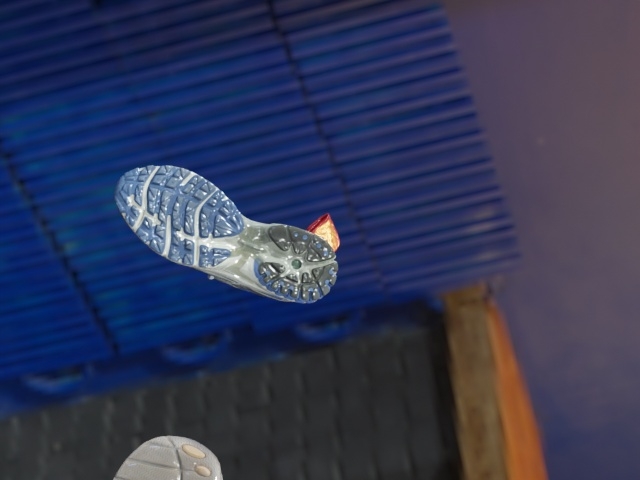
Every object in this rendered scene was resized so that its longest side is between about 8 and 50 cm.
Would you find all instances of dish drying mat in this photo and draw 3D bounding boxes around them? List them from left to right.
[{"bbox_3d":[0.000,0.000,1.583,0.008,0.032,0.083,46,-6,18],"label":"dish drying mat"}]

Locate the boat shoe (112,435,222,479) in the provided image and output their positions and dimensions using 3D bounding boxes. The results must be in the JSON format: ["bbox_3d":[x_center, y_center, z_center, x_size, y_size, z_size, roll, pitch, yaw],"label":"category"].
[{"bbox_3d":[-0.193,0.332,1.761,0.324,0.123,0.116,-50,161,-25],"label":"boat shoe"}]

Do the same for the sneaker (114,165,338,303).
[{"bbox_3d":[-0.060,0.003,1.102,0.052,0.135,0.058,-65,-170,-16],"label":"sneaker"}]
